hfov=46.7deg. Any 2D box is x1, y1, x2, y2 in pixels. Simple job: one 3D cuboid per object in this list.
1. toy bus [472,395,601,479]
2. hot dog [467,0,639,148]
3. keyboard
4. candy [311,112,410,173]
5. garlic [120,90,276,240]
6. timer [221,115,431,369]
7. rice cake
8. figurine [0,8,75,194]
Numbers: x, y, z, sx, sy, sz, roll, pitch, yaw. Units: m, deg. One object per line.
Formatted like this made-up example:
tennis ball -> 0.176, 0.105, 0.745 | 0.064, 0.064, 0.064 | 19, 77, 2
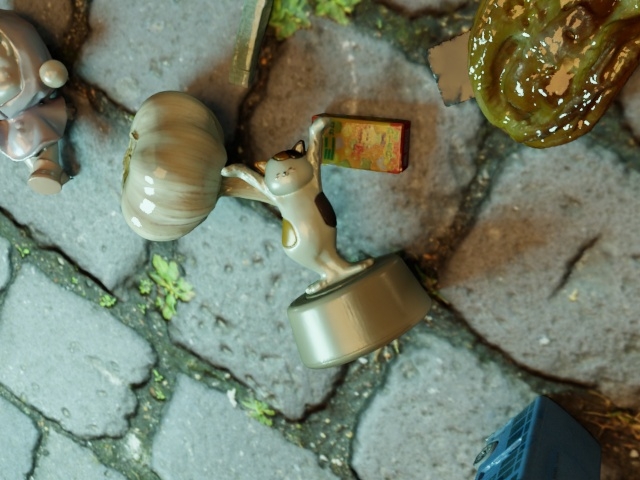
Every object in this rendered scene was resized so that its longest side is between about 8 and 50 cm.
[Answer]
toy bus -> 0.244, 0.287, 0.847 | 0.116, 0.234, 0.133 | 44, 115, 6
hot dog -> 0.247, -0.217, 0.745 | 0.175, 0.114, 0.259 | 31, 112, 17
keyboard -> 0.219, -0.218, 0.831 | 0.196, 0.015, 0.074 | -19, 93, 27
candy -> 0.050, -0.122, 0.919 | 0.122, 0.038, 0.062 | 8, 109, 22
garlic -> -0.144, -0.092, 0.972 | 0.226, 0.199, 0.199 | 9, 113, -14
timer -> 0.000, 0.000, 0.898 | 0.175, 0.175, 0.266 | -25, 95, 28
rice cake -> -0.084, -0.276, 0.937 | 0.033, 0.029, 0.171 | 23, 113, 13
figurine -> -0.433, -0.198, 1.060 | 0.200, 0.133, 0.276 | -15, 104, 14
